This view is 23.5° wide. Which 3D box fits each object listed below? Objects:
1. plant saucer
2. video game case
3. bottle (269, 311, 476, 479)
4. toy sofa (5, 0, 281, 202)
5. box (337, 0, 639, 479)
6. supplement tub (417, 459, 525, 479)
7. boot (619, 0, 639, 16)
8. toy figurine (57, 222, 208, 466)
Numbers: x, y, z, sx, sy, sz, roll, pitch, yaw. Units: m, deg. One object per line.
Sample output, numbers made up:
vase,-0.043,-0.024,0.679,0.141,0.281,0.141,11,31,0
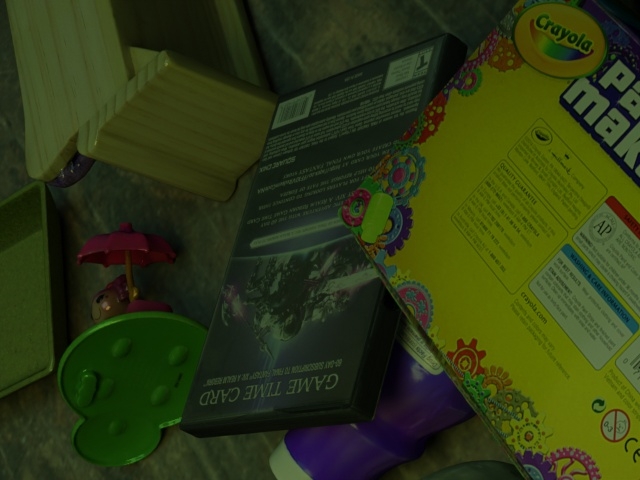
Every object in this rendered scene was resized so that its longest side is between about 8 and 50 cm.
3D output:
plant saucer,-0.289,0.066,1.378,0.188,0.045,0.188,-26,58,32
video game case,0.000,0.000,1.062,0.196,0.026,0.274,-14,55,51
bottle,0.074,0.062,1.022,0.283,0.092,0.118,-53,46,13
toy sofa,-0.158,-0.204,1.293,0.177,0.150,0.362,-39,52,30
box,0.211,0.051,0.776,0.177,0.279,0.290,-49,49,17
supplement tub,0.152,0.269,0.804,0.316,0.194,0.193,35,98,43
boot,0.291,-0.288,0.933,0.260,0.131,0.348,-11,78,46
toy figurine,-0.155,0.067,1.237,0.159,0.130,0.173,-105,31,-47
